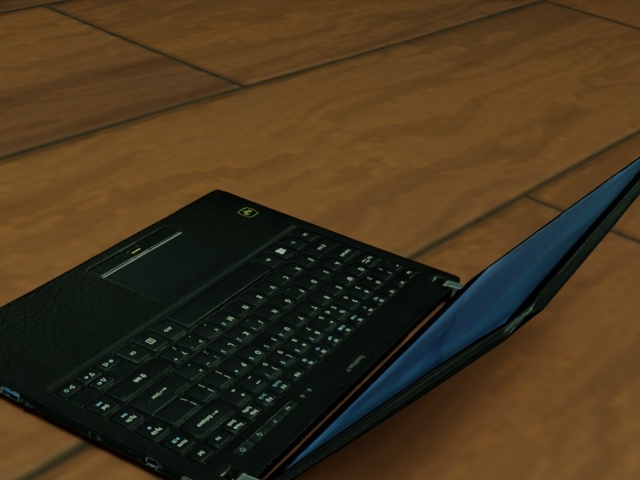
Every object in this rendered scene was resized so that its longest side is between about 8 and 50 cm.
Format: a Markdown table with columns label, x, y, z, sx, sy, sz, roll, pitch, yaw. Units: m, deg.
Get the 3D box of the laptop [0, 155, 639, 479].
| label | x | y | z | sx | sy | sz | roll | pitch | yaw |
| --- | --- | --- | --- | --- | --- | --- | --- | --- | --- |
| laptop | 0.000 | 0.000 | 0.520 | 0.264 | 0.137 | 0.234 | 21 | 29 | 23 |
